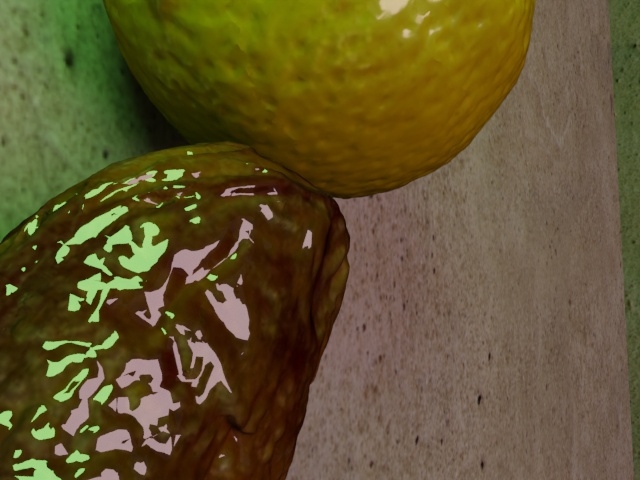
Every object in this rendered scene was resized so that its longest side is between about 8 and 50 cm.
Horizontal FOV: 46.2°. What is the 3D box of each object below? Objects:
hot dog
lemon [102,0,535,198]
[{"bbox_3d":[-0.109,0.126,0.427,0.267,0.174,0.387,79,27,-59],"label":"hot dog"},{"bbox_3d":[0.003,-0.190,0.558,0.336,0.336,0.336,5,83,-55],"label":"lemon"}]
